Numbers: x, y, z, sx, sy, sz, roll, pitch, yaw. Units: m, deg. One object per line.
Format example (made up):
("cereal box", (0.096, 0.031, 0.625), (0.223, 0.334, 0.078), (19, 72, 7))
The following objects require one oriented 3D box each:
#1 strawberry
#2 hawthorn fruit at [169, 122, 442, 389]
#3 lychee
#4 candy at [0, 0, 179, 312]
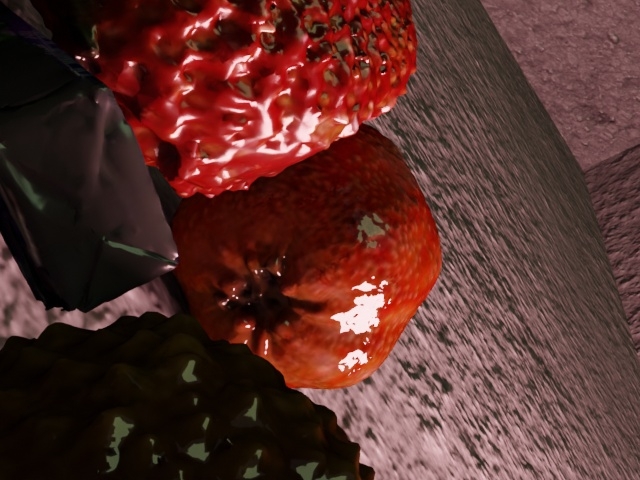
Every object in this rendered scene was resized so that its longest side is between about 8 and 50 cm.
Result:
("strawberry", (-0.064, -0.164, 0.634), (0.261, 0.257, 0.261), (158, -90, -85))
("hawthorn fruit", (0.000, 0.000, 0.789), (0.205, 0.205, 0.253), (62, 29, -6))
("lychee", (-0.089, 0.164, 0.376), (0.267, 0.267, 0.267), (48, 27, -35))
("candy", (-0.149, -0.059, 0.495), (0.312, 0.061, 0.088), (35, -34, 60))
